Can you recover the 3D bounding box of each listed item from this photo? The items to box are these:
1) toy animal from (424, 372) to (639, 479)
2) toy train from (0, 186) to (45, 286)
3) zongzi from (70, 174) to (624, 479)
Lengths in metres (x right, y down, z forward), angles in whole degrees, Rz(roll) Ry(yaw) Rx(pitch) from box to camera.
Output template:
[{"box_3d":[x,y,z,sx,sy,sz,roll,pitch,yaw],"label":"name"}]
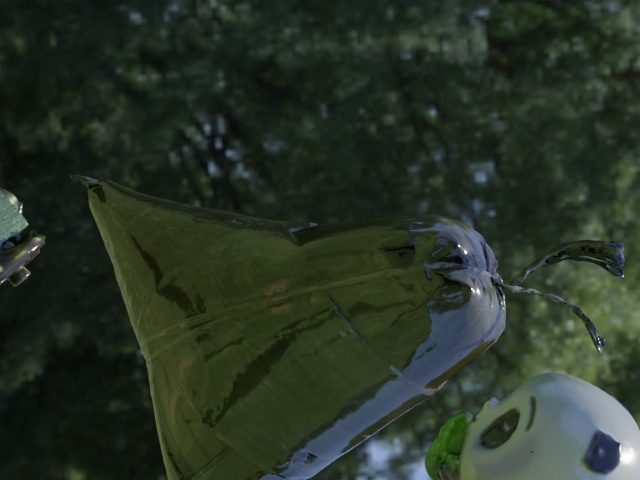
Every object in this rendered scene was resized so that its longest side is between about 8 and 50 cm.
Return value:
[{"box_3d":[0.204,0.261,1.549,0.212,0.213,0.266,-128,-128,-65],"label":"toy animal"},{"box_3d":[-0.241,0.030,0.829,0.090,0.137,0.225,50,20,-4],"label":"toy train"},{"box_3d":[0.000,0.000,1.380,0.181,0.447,0.418,21,38,-59],"label":"zongzi"}]
